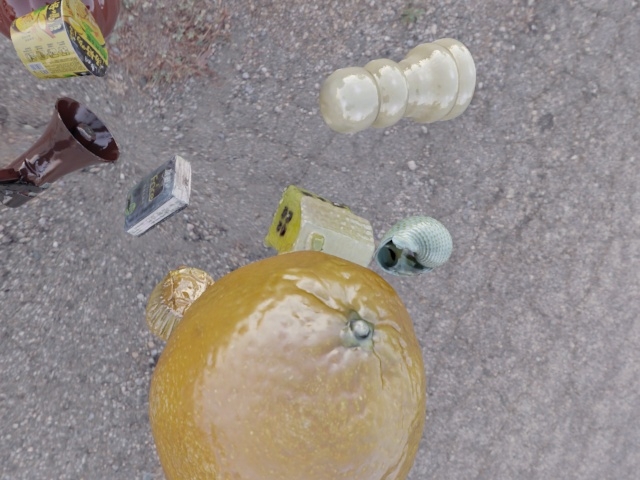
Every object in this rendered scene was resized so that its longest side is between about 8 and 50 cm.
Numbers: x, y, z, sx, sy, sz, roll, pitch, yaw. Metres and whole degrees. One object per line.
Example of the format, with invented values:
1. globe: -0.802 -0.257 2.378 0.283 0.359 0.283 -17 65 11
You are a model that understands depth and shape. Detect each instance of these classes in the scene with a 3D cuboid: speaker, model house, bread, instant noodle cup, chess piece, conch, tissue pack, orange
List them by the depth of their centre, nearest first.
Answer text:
1. orange: -0.025 0.134 0.409 0.264 0.264 0.264 -5 102 -23
2. conch: 0.099 0.004 0.483 0.085 0.057 0.076 22 132 -21
3. chess piece: 0.139 -0.288 0.863 0.299 0.167 0.167 -20 108 -24
4. instant noodle cup: -0.512 -0.389 0.869 0.122 0.151 0.152 -11 106 0
5. model house: 0.000 0.000 0.999 0.193 0.234 0.175 21 104 -24
6. speaker: -0.718 -0.186 1.148 0.329 0.259 0.198 -36 126 5
7. tissue pack: -0.493 -0.132 1.336 0.235 0.174 0.073 -27 142 26
8. bread: -0.463 0.225 1.528 0.274 0.149 0.274 11 54 -15

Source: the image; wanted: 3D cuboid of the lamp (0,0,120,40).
1. lamp: -0.639 -0.582 1.054 0.303 0.303 0.257 -18 144 -20
